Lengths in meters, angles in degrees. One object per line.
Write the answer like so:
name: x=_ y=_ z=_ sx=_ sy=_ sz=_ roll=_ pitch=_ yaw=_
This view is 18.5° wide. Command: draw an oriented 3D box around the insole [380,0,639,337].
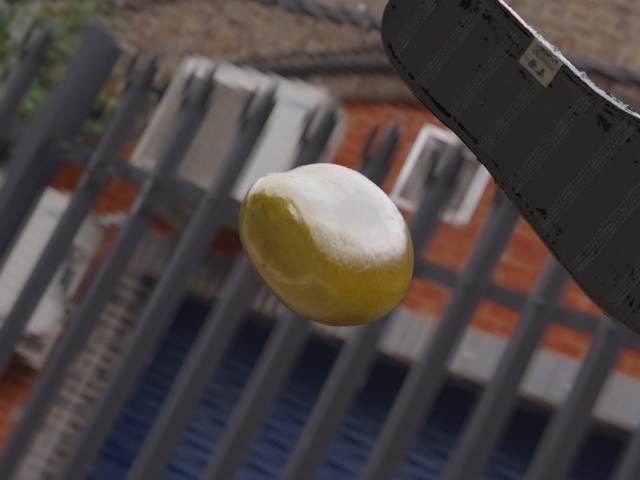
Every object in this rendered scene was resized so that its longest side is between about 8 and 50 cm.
insole: x=0.143 y=-0.041 z=1.054 sx=0.309 sy=0.110 sz=0.012 roll=48 pitch=30 yaw=22

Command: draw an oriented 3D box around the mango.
mango: x=0.000 y=0.000 z=1.193 sx=0.076 sy=0.103 sz=0.161 roll=-22 pitch=-17 yaw=23
